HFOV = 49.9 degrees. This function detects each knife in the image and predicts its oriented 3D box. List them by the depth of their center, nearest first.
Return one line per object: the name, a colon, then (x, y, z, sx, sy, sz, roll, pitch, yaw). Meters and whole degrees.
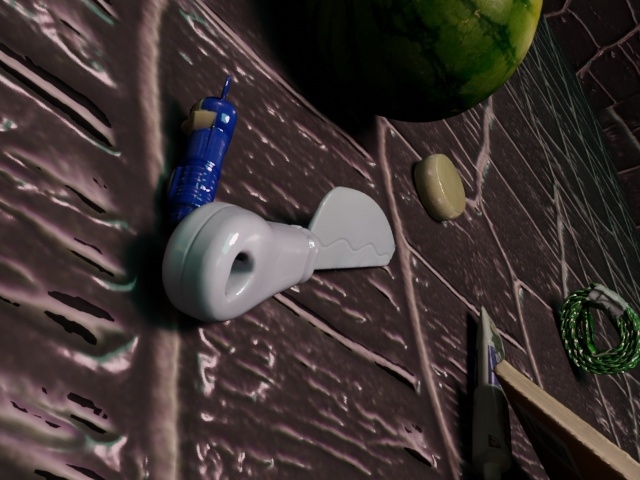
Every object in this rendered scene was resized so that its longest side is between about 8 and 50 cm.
knife: (0.000, -0.002, 0.516, 0.331, 0.044, 0.080, -10, 115, -63)

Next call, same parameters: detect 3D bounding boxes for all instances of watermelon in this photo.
watermelon: (0.099, -0.238, 0.677, 0.242, 0.242, 0.242, 39, 39, -40)

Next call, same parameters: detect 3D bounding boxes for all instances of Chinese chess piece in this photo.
Chinese chess piece: (0.146, -0.064, 0.840, 0.084, 0.034, 0.084, 36, 43, -43)

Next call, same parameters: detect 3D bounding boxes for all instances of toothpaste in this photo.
toothpaste: (0.180, 0.161, 0.727, 0.060, 0.038, 0.233, 60, 27, -28)

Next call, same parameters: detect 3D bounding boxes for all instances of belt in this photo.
belt: (0.459, 0.145, 1.124, 0.079, 0.121, 0.151, 10, 56, -54)

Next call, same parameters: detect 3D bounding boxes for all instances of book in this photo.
book: (0.308, 0.301, 0.656, 0.374, 0.028, 0.262, 58, -10, -28)

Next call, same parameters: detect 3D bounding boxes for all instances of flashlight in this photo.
flashlight: (-0.080, -0.054, 0.450, 0.035, 0.057, 0.121, 16, 54, -10)
